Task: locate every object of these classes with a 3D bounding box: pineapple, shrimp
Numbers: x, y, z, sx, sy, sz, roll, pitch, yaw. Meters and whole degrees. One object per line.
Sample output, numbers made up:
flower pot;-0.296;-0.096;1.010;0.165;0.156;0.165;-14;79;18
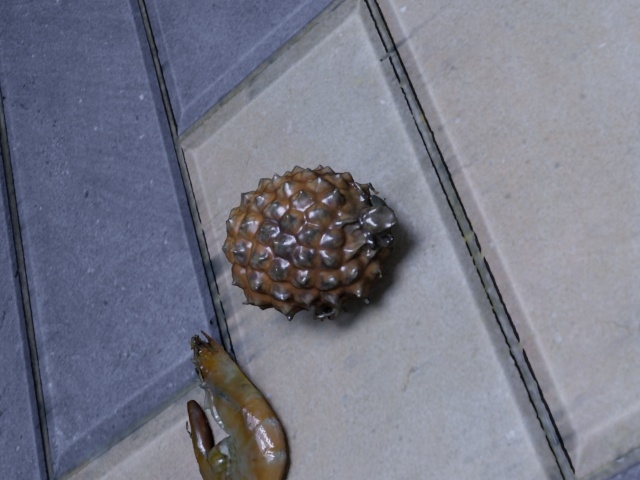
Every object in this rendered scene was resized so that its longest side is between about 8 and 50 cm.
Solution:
pineapple;0.000;0.000;1.186;0.193;0.166;0.166;-17;62;38
shrimp;-0.108;0.200;1.286;0.236;0.053;0.133;54;131;37
